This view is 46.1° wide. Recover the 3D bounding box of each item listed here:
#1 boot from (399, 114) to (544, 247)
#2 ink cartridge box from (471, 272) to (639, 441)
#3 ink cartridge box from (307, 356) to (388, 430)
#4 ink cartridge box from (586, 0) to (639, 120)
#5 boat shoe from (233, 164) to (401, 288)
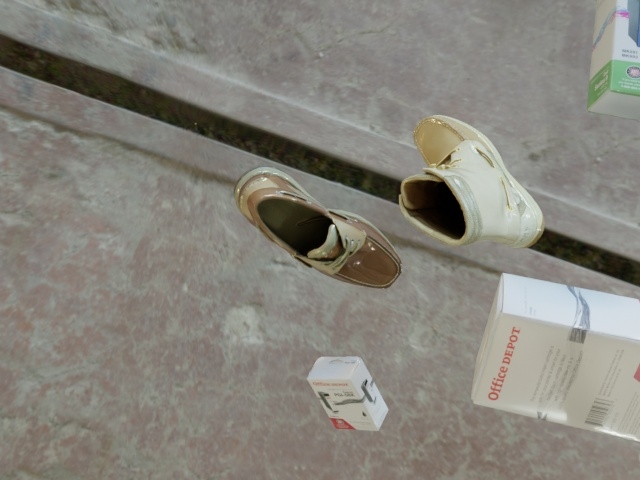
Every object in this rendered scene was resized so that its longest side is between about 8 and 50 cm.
[{"bbox_3d":[0.177,-0.091,1.065,0.203,0.262,0.095,-2,140,-45],"label":"boot"},{"bbox_3d":[0.402,0.185,1.200,0.283,0.117,0.207,12,125,7],"label":"ink cartridge box"},{"bbox_3d":[0.050,0.281,1.375,0.099,0.056,0.135,-8,122,35],"label":"ink cartridge box"},{"bbox_3d":[0.494,-0.292,1.118,0.154,0.093,0.212,10,77,0],"label":"ink cartridge box"},{"bbox_3d":[0.000,0.000,1.236,0.324,0.120,0.122,29,104,-24],"label":"boat shoe"}]
